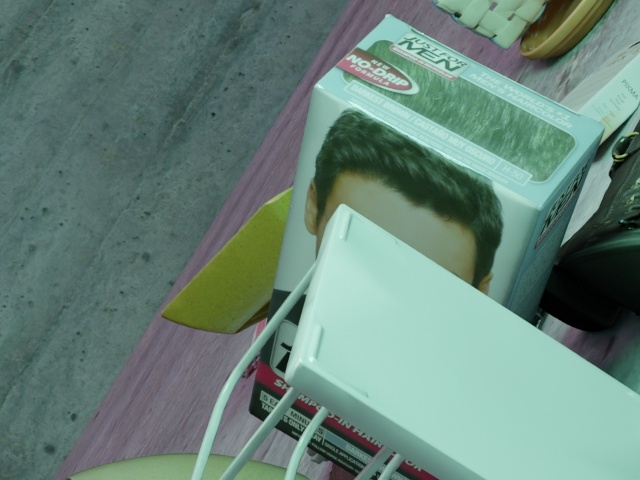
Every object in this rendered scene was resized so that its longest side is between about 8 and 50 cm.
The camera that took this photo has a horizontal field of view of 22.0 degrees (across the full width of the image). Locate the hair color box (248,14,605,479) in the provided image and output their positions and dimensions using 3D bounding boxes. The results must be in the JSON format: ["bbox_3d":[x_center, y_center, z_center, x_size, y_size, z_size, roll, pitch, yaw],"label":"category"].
[{"bbox_3d":[0.069,0.033,1.271,0.113,0.185,0.374,-46,-21,-41],"label":"hair color box"}]

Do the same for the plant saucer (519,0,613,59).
[{"bbox_3d":[0.316,-0.296,1.986,0.200,0.037,0.200,-52,11,15],"label":"plant saucer"}]

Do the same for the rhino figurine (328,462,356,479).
[{"bbox_3d":[0.051,0.207,1.522,0.106,0.073,0.243,-59,9,-34],"label":"rhino figurine"}]

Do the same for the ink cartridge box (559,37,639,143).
[{"bbox_3d":[0.293,-0.147,1.672,0.179,0.045,0.145,-39,5,-17],"label":"ink cartridge box"}]

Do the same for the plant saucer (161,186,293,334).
[{"bbox_3d":[0.000,0.000,2.088,0.332,0.081,0.333,-25,-12,-40],"label":"plant saucer"}]

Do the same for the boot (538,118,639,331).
[{"bbox_3d":[0.267,-0.049,1.292,0.229,0.091,0.263,-59,9,-14],"label":"boot"}]

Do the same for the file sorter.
[{"bbox_3d":[0.071,0.152,1.041,0.173,0.277,0.193,-52,11,27],"label":"file sorter"}]

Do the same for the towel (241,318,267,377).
[{"bbox_3d":[-0.056,0.103,2.440,0.197,0.029,0.144,-48,12,34],"label":"towel"}]

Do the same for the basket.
[{"bbox_3d":[0.220,-0.399,2.068,0.255,0.201,0.289,-52,21,22],"label":"basket"}]

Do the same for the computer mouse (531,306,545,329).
[{"bbox_3d":[0.194,0.018,1.551,0.071,0.041,0.242,-48,13,32],"label":"computer mouse"}]

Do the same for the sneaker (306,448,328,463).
[{"bbox_3d":[0.039,0.114,1.765,0.115,0.105,0.281,-43,16,49],"label":"sneaker"}]

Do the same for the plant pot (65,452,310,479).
[{"bbox_3d":[-0.077,0.296,1.403,0.191,0.284,0.284,-22,1,-17],"label":"plant pot"}]
